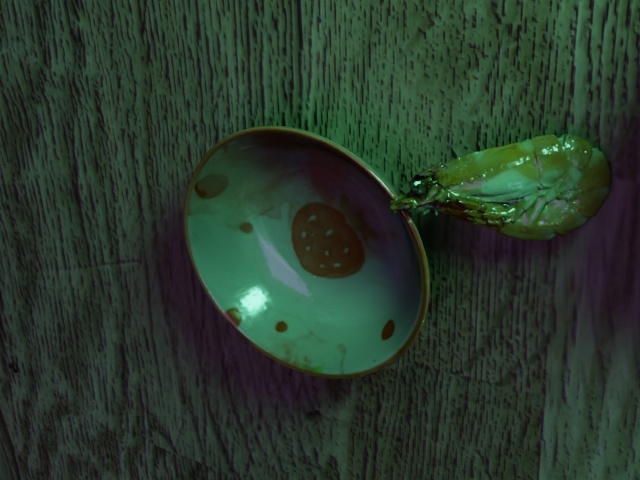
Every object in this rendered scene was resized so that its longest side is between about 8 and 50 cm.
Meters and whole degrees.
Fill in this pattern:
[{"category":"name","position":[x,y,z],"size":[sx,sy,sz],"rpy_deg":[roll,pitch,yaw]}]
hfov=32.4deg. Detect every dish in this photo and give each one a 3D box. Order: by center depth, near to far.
[{"category":"dish","position":[0.000,0.000,1.044],"size":[0.260,0.085,0.260],"rpy_deg":[16,123,25]}]

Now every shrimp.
[{"category":"shrimp","position":[0.148,-0.040,0.910],"size":[0.184,0.043,0.091],"rpy_deg":[-3,110,3]}]
